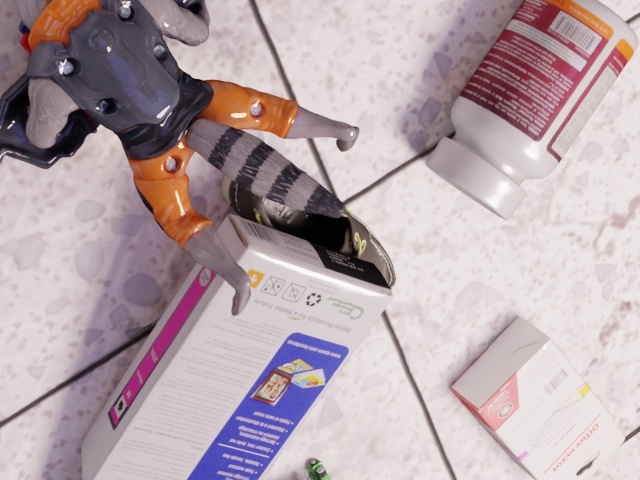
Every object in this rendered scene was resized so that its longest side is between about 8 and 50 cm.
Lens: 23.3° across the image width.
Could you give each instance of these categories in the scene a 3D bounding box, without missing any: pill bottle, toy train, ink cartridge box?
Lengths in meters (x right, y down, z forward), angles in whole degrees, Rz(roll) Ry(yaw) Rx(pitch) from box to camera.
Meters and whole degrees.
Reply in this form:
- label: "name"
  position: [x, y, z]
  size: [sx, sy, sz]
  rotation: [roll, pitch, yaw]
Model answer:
- label: "pill bottle"
  position: [0.206, -0.138, 1.533]
  size: [0.121, 0.121, 0.221]
  rotation: [33, 93, -36]
- label: "toy train"
  position: [0.009, 0.267, 1.657]
  size: [0.017, 0.023, 0.083]
  rotation: [-34, 124, -13]
- label: "ink cartridge box"
  position: [0.247, 0.194, 1.736]
  size: [0.115, 0.067, 0.198]
  rotation: [-44, 124, -6]
- label: "ink cartridge box"
  position: [-0.102, 0.155, 1.491]
  size: [0.175, 0.069, 0.371]
  rotation: [20, 113, -35]

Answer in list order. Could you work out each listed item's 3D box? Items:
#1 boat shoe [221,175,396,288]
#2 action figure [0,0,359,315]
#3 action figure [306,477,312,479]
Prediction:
- label: "boat shoe"
  position: [0.000, 0.000, 1.506]
  size: [0.227, 0.068, 0.081]
  rotation: [36, 90, -36]
- label: "action figure"
  position: [-0.108, -0.153, 1.297]
  size: [0.330, 0.178, 0.341]
  rotation: [39, 84, -16]
- label: "action figure"
  position: [-0.013, 0.431, 1.538]
  size: [0.248, 0.370, 0.276]
  rotation: [9, 132, 7]
